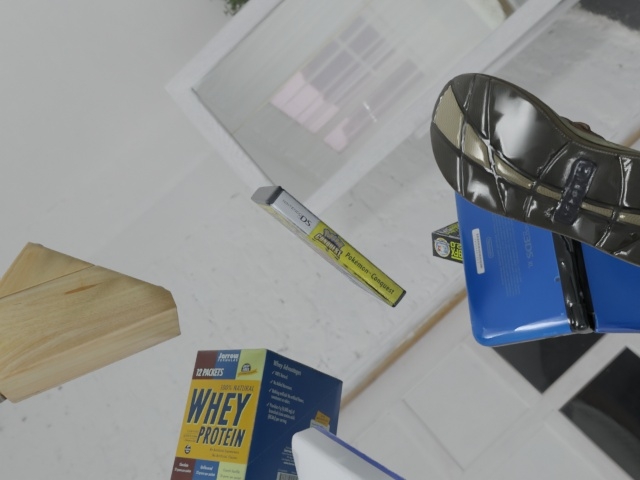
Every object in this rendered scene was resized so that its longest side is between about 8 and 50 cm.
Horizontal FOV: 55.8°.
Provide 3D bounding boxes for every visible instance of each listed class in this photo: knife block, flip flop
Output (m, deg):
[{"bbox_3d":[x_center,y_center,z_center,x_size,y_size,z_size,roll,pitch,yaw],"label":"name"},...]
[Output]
[{"bbox_3d":[-0.334,0.135,0.703,0.276,0.242,0.088,19,149,2],"label":"knife block"},{"bbox_3d":[0.220,-0.063,0.537,0.277,0.112,0.080,29,-154,27],"label":"flip flop"}]

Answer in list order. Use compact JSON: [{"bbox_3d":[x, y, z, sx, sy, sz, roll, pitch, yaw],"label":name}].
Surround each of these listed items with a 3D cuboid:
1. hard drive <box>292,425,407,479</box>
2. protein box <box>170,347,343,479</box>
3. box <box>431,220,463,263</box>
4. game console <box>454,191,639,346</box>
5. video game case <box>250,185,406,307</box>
[{"bbox_3d":[0.069,0.291,0.487,0.319,0.040,0.210,-7,97,67],"label":"hard drive"},{"bbox_3d":[-0.085,0.281,0.883,0.136,0.201,0.200,-9,152,34],"label":"protein box"},{"bbox_3d":[0.409,-0.012,1.295,0.216,0.270,0.060,16,121,51],"label":"box"},{"bbox_3d":[0.368,0.011,0.929,0.173,0.250,0.292,18,-118,-43],"label":"game console"},{"bbox_3d":[0.000,0.000,0.996,0.248,0.035,0.275,39,177,-12],"label":"video game case"}]
